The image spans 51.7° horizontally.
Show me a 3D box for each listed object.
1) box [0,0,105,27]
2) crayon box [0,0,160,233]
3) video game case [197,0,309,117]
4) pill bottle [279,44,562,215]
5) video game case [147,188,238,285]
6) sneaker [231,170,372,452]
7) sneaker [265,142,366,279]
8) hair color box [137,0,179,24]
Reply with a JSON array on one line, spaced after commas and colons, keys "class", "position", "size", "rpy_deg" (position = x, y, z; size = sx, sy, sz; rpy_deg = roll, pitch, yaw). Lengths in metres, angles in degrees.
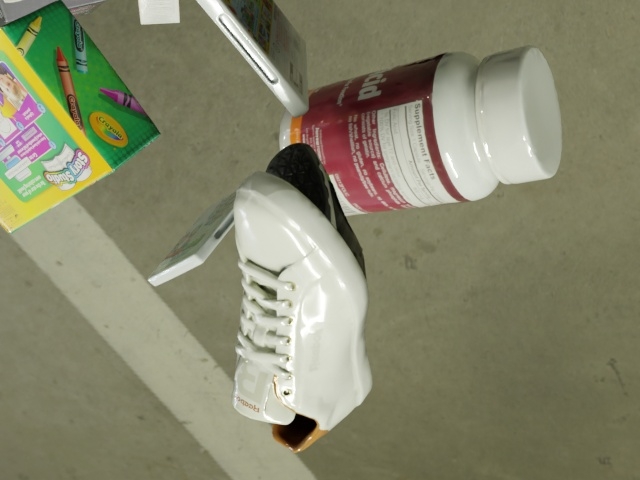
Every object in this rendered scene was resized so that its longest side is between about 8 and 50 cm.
[{"class": "box", "position": [-0.666, -0.609, 1.567], "size": [0.142, 0.247, 0.163], "rpy_deg": [5, 116, 54]}, {"class": "crayon box", "position": [-0.324, -0.123, 0.742], "size": [0.278, 0.081, 0.165], "rpy_deg": [-18, 115, 42]}, {"class": "video game case", "position": [-0.086, -0.284, 0.842], "size": [0.026, 0.227, 0.206], "rpy_deg": [-30, 123, 20]}, {"class": "pill bottle", "position": [0.150, -0.163, 1.029], "size": [0.392, 0.224, 0.224], "rpy_deg": [-6, 127, 34]}, {"class": "video game case", "position": [-0.153, -0.009, 0.870], "size": [0.019, 0.143, 0.157], "rpy_deg": [44, 146, -16]}, {"class": "sneaker", "position": [-0.027, 0.082, 0.557], "size": [0.106, 0.123, 0.290], "rpy_deg": [22, 143, 37]}, {"class": "sneaker", "position": [0.000, 0.000, 0.791], "size": [0.084, 0.097, 0.234], "rpy_deg": [-15, 91, 22]}, {"class": "hair color box", "position": [-0.374, -0.583, 1.510], "size": [0.093, 0.053, 0.167], "rpy_deg": [-8, 142, -15]}]
